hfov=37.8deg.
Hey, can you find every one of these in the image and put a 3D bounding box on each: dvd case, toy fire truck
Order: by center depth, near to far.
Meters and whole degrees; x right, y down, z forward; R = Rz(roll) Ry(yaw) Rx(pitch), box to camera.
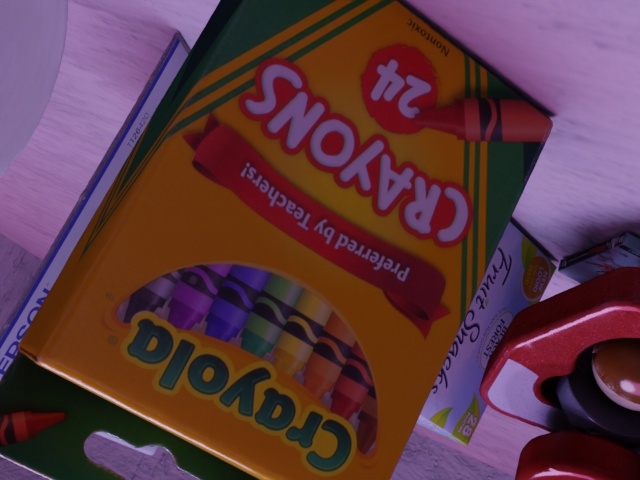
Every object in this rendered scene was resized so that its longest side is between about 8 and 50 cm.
[{"bbox_3d":[0.282,0.110,0.666,0.302,0.169,0.254,22,140,4],"label":"toy fire truck"},{"bbox_3d":[0.245,0.029,0.724,0.087,0.013,0.119,28,165,-3],"label":"dvd case"}]

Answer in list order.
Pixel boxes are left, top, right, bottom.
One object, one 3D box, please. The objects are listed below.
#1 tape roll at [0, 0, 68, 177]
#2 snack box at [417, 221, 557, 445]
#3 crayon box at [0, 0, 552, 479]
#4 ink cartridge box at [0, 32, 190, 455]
[{"bbox_3d":[-0.283,-0.140,0.527,0.100,0.286,0.286,19,164,32],"label":"tape roll"},{"bbox_3d":[0.078,0.041,0.739,0.070,0.174,0.207,16,164,49],"label":"snack box"},{"bbox_3d":[-0.021,0.015,0.523,0.202,0.318,0.081,32,166,-21],"label":"crayon box"},{"bbox_3d":[-0.161,0.016,0.828,0.072,0.303,0.307,20,164,24],"label":"ink cartridge box"}]
